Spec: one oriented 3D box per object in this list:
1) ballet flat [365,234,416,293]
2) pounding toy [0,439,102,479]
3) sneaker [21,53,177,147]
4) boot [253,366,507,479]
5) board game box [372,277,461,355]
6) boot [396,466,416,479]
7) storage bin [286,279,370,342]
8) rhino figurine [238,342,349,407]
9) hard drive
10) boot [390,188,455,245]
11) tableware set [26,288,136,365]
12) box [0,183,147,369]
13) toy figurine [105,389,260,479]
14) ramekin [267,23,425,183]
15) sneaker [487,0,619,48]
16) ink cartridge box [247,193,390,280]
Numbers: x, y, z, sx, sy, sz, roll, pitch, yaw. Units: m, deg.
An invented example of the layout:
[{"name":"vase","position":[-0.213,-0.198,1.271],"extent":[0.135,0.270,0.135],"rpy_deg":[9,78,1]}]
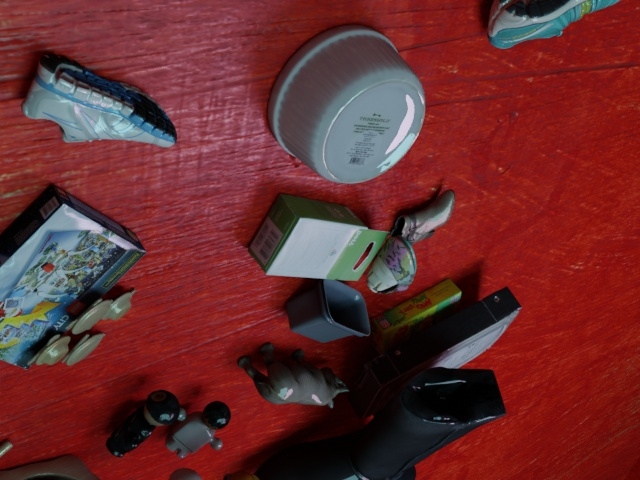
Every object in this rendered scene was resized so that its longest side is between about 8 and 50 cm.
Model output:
[{"name":"ballet flat","position":[0.114,0.055,1.468],"extent":[0.079,0.077,0.221],"rpy_deg":[-31,167,-6]},{"name":"pounding toy","position":[-0.444,0.403,1.312],"extent":[0.269,0.154,0.155],"rpy_deg":[-5,132,-39]},{"name":"sneaker","position":[-0.252,-0.140,0.992],"extent":[0.191,0.071,0.083],"rpy_deg":[22,119,-42]},{"name":"boot","position":[0.091,0.386,1.631],"extent":[0.367,0.146,0.445],"rpy_deg":[-13,161,-29]},{"name":"board game box","position":[0.188,0.154,1.701],"extent":[0.181,0.043,0.092],"rpy_deg":[-26,142,-18]},{"name":"boot","position":[0.141,0.506,1.988],"extent":[0.246,0.094,0.207],"rpy_deg":[-7,137,-28]},{"name":"storage bin","position":[0.008,0.120,1.478],"extent":[0.091,0.098,0.135],"rpy_deg":[-23,151,25]},{"name":"rhino figurine","position":[-0.032,0.252,1.557],"extent":[0.243,0.106,0.073],"rpy_deg":[18,116,-49]},{"name":"hard drive","position":[0.225,0.230,1.745],"extent":[0.339,0.064,0.237],"rpy_deg":[-24,158,-19]},{"name":"boot","position":[0.172,-0.038,1.488],"extent":[0.087,0.042,0.118],"rpy_deg":[-2,129,-38]},{"name":"tableware set","position":[-0.320,0.123,1.190],"extent":[0.141,0.020,0.169],"rpy_deg":[-45,171,7]},{"name":"box","position":[-0.358,0.053,1.110],"extent":[0.233,0.044,0.159],"rpy_deg":[-44,144,5]},{"name":"toy figurine","position":[-0.218,0.356,1.413],"extent":[0.148,0.213,0.209],"rpy_deg":[-41,146,25]},{"name":"ramekin","position":[0.044,-0.174,1.173],"extent":[0.207,0.109,0.207],"rpy_deg":[-24,141,-21]},{"name":"sneaker","position":[0.360,-0.362,1.288],"extent":[0.275,0.107,0.110],"rpy_deg":[-22,160,-16]},{"name":"ink cartridge box","position":[0.000,0.000,1.356],"extent":[0.209,0.062,0.109],"rpy_deg":[7,123,-46]}]
